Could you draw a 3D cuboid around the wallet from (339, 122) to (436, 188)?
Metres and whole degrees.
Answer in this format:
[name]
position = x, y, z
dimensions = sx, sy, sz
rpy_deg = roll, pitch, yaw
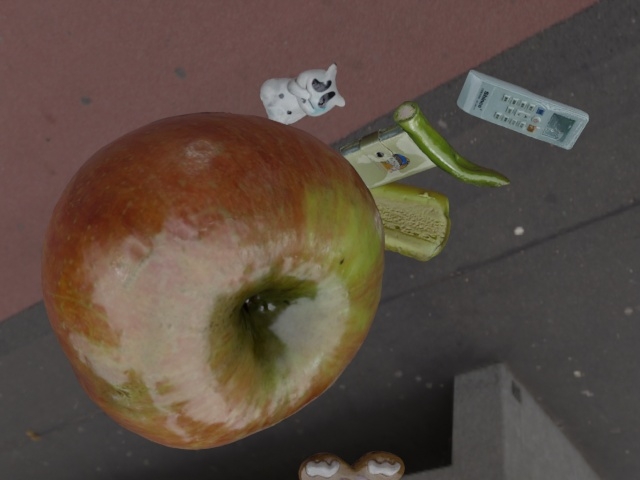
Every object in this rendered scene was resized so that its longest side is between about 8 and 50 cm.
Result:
[wallet]
position = 0.117, -0.147, 1.256
dimensions = 0.155, 0.039, 0.110
rpy_deg = -18, 137, 37

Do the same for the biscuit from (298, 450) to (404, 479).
[biscuit]
position = 0.036, 0.334, 0.797
dimensions = 0.138, 0.204, 0.031
rpy_deg = 4, 180, -20

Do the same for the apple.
[apple]
position = -0.097, 0.021, 0.637
dimensions = 0.309, 0.250, 0.277
rpy_deg = 15, 101, -50

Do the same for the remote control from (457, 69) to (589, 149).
[remote control]
position = 0.262, -0.172, 0.956
dimensions = 0.162, 0.029, 0.061
rpy_deg = 22, 144, 4

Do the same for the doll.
[doll]
position = -0.046, -0.324, 1.649
dimensions = 0.181, 0.107, 0.110
rpy_deg = -8, 115, 25

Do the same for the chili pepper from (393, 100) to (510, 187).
[chili pepper]
position = 0.180, -0.123, 1.030
dimensions = 0.202, 0.052, 0.050
rpy_deg = 33, 105, -24

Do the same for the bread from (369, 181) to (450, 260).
[bread]
position = 0.114, -0.066, 1.713
dimensions = 0.384, 0.166, 0.112
rpy_deg = 14, 178, 11
